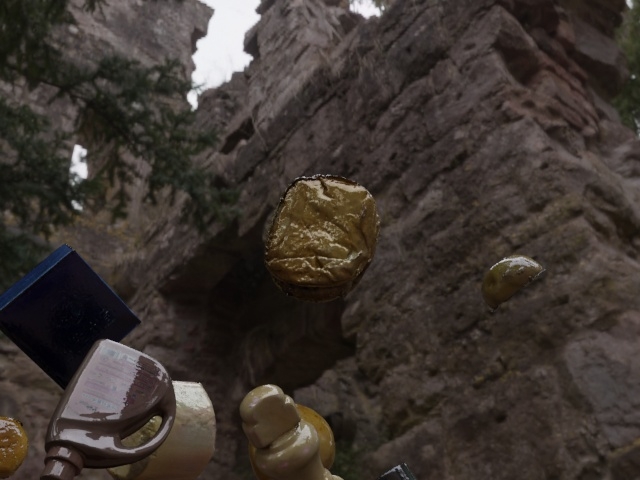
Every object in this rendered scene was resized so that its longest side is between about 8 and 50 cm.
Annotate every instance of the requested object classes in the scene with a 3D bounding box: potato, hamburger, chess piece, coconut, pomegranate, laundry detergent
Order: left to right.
[{"bbox_3d":[-0.757,0.485,1.631,0.138,0.147,0.083,15,-39,-37],"label":"hamburger"},{"bbox_3d":[-0.312,0.274,1.052,0.171,0.237,0.076,25,-51,-11],"label":"laundry detergent"},{"bbox_3d":[-0.342,0.423,1.545,0.239,0.239,0.244,-35,-32,31],"label":"coconut"},{"bbox_3d":[-0.053,0.430,1.417,0.196,0.196,0.196,-3,-40,-3],"label":"pomegranate"},{"bbox_3d":[-0.001,0.379,1.008,0.117,0.117,0.397,-23,-76,20],"label":"chess piece"},{"bbox_3d":[-0.001,-0.001,1.553,0.259,0.283,0.144,18,-21,21],"label":"hamburger"},{"bbox_3d":[0.483,0.117,1.871,0.138,0.098,0.243,-35,-15,-21],"label":"potato"}]

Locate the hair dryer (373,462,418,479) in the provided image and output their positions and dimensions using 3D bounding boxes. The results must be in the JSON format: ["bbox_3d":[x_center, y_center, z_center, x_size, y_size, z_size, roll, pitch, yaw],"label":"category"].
[{"bbox_3d":[0.179,0.553,1.273,0.116,0.244,0.302,-31,-24,-7],"label":"hair dryer"}]

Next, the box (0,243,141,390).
[{"bbox_3d":[-0.662,0.198,1.814,0.261,0.116,0.279,-45,-60,-18],"label":"box"}]
